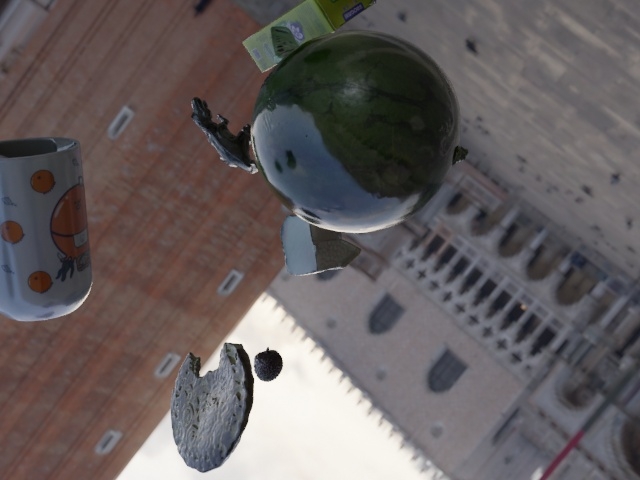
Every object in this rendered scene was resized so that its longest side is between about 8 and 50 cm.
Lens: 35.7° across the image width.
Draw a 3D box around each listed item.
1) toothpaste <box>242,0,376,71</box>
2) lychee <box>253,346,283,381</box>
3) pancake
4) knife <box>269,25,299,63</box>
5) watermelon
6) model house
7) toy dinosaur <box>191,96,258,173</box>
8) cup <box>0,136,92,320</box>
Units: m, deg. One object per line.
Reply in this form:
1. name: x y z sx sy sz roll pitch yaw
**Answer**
1. toothpaste: -0.029 -0.409 1.870 0.077 0.110 0.327 58 155 -11
2. lychee: -0.115 0.273 2.181 0.068 0.083 0.067 5 -156 4
3. pancake: -0.217 0.317 1.959 0.033 0.288 0.286 16 -154 -32
4. knife: -0.042 -0.253 1.381 0.293 0.043 0.020 -107 8 -60
5. watermelon: 0.041 -0.124 1.137 0.242 0.242 0.242 37 -172 -6
6. model house: 0.000 0.000 1.638 0.100 0.100 0.088 -11 -177 -39
7. toy dinosaur: -0.193 -0.184 1.895 0.187 0.087 0.179 35 -159 0
8. cup: -0.544 -0.021 1.869 0.212 0.317 0.212 -2 -163 1
